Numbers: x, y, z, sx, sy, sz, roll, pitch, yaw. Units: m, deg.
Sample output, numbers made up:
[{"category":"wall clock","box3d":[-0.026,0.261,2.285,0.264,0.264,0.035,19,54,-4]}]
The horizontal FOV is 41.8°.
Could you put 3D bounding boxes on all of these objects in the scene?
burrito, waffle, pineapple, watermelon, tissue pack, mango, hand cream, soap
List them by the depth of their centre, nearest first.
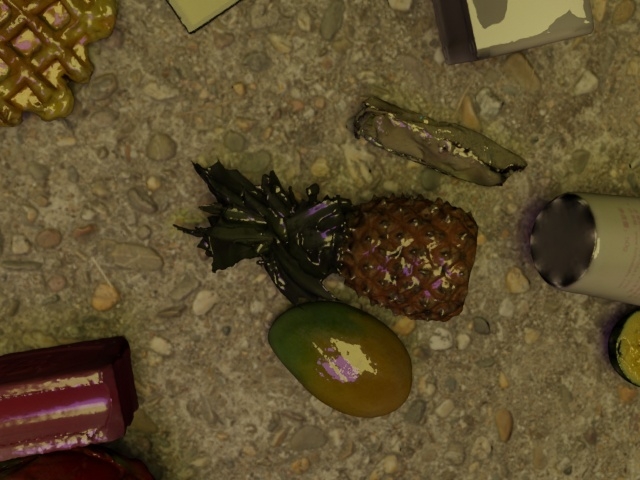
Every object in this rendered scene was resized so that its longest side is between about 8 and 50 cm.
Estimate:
[{"category":"waffle","box3d":[-0.389,-0.276,0.921,0.324,0.068,0.302,-1,111,-18]},{"category":"tissue pack","box3d":[0.198,-0.338,0.962,0.135,0.159,0.246,-15,102,-2]},{"category":"soap","box3d":[-0.348,0.194,0.980,0.249,0.162,0.099,-10,100,-6]},{"category":"pineapple","box3d":[0.000,0.003,1.006,0.364,0.165,0.166,10,98,-2]},{"category":"burrito","box3d":[0.149,-0.120,1.044,0.229,0.058,0.063,18,92,-12]},{"category":"mango","box3d":[0.026,0.147,1.060,0.194,0.092,0.130,22,98,-1]},{"category":"hand cream","box3d":[0.437,0.017,1.072,0.358,0.118,0.186,7,95,-25]},{"category":"watermelon","box3d":[0.424,0.144,1.114,0.105,0.062,0.106,3,80,-17]}]

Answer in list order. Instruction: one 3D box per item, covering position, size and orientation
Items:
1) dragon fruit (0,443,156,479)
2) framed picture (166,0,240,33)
[{"category":"dragon fruit","box3d":[-0.309,0.352,0.971,0.298,0.244,0.245,8,98,-16]},{"category":"framed picture","box3d":[-0.146,-0.445,0.976,0.244,0.013,0.324,-35,102,-1]}]
